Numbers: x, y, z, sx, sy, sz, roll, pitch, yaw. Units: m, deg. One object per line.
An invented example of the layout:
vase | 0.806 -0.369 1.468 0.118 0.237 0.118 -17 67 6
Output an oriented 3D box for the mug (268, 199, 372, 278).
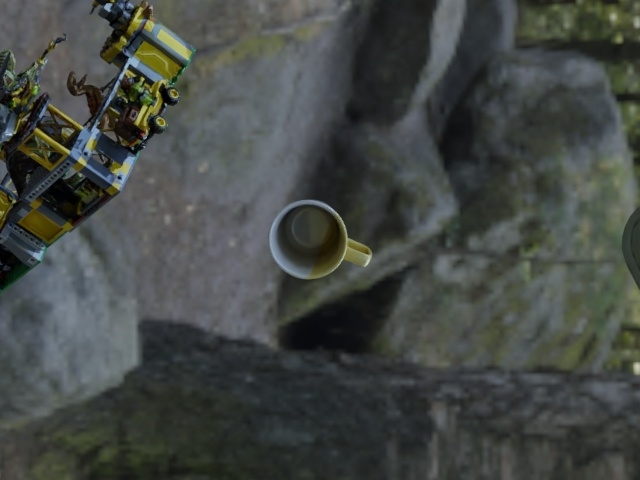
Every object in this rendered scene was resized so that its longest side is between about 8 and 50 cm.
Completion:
mug | -0.004 0.000 1.175 0.078 0.062 0.064 53 8 -7

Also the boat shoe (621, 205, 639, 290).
boat shoe | 0.252 0.075 0.879 0.068 0.081 0.228 26 41 -48

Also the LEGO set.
LEGO set | -0.288 -0.114 1.351 0.192 0.331 0.255 36 57 -20
